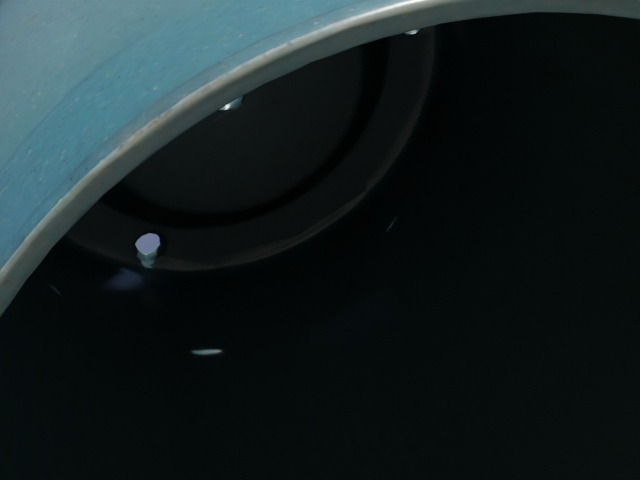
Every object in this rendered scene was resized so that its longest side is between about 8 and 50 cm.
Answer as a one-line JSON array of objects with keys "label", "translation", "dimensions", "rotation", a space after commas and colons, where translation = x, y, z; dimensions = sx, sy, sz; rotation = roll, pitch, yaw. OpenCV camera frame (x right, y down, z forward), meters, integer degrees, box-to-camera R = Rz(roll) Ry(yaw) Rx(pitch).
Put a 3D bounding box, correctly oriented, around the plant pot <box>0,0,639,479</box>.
[{"label": "plant pot", "translation": [0.000, 0.000, 0.540], "dimensions": [0.272, 0.255, 0.271], "rotation": [-9, -57, -14]}]
